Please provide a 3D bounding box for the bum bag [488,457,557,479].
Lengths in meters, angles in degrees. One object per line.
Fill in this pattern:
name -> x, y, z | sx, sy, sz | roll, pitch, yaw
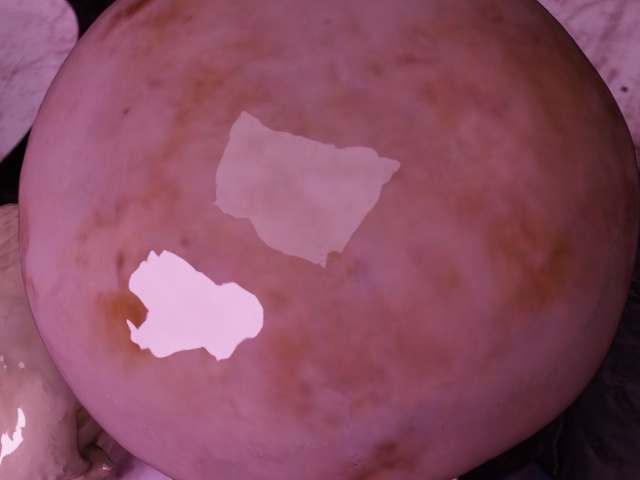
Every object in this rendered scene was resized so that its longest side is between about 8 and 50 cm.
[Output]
bum bag -> 0.066, 0.242, 0.511 | 0.074, 0.137, 0.310 | 33, 62, -23

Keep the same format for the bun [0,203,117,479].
bun -> -0.200, 0.091, 0.634 | 0.229, 0.145, 0.229 | -28, 28, 16

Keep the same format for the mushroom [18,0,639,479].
mushroom -> 0.000, 0.000, 0.564 | 0.298, 0.290, 0.297 | 0, 63, 1
